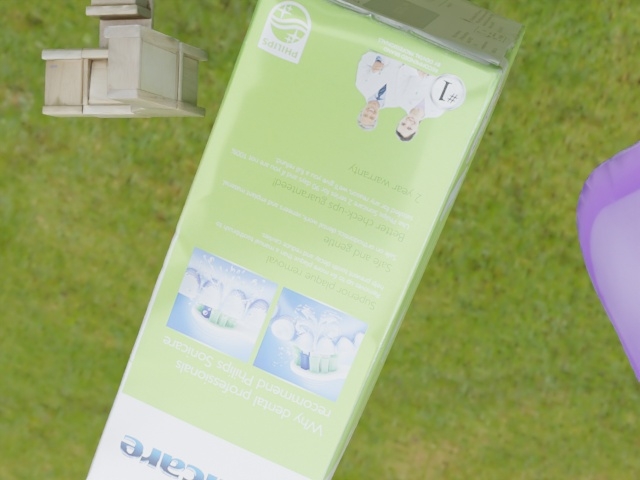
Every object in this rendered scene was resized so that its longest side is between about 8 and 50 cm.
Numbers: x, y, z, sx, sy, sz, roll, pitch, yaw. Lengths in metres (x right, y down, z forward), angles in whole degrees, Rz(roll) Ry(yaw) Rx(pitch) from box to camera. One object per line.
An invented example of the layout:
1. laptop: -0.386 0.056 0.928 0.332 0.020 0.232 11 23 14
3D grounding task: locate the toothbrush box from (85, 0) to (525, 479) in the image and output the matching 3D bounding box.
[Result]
1. toothbrush box: 0.000 0.000 0.695 0.122 0.206 0.283 22 109 6

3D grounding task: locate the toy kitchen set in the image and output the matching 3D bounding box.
1. toy kitchen set: -0.106 -0.097 0.607 0.083 0.068 0.075 1 179 19

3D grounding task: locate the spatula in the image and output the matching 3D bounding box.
1. spatula: 0.115 0.119 0.311 0.030 0.296 0.084 -6 170 -17
